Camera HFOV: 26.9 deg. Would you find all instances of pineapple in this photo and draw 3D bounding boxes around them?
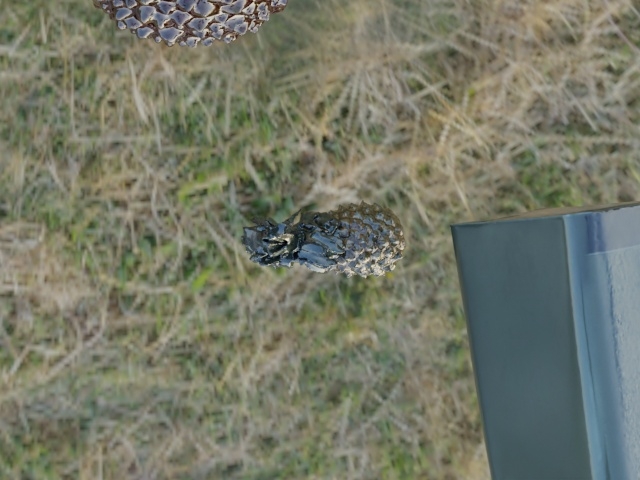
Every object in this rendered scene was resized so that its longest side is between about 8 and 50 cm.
[{"bbox_3d":[0.000,0.000,1.186,0.159,0.074,0.074,-2,127,-40],"label":"pineapple"}]

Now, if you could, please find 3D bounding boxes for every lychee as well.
[{"bbox_3d":[-0.086,-0.216,0.902,0.188,0.188,0.188,-5,123,-7],"label":"lychee"}]

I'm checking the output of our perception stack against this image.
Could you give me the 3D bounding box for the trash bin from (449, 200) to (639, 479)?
[{"bbox_3d":[0.207,0.093,1.094,0.122,0.164,0.240,-8,93,-35],"label":"trash bin"}]
